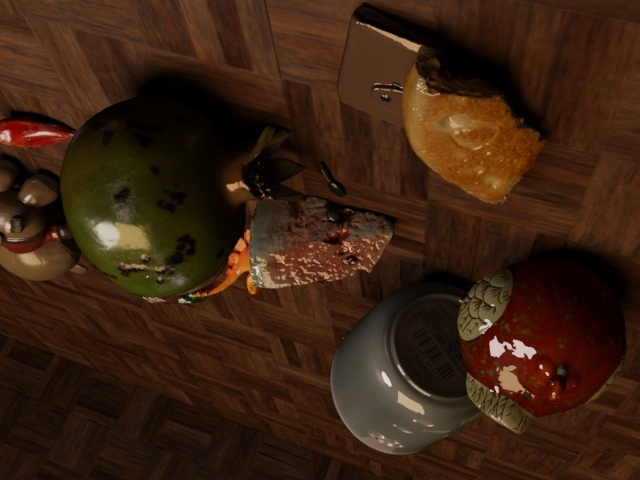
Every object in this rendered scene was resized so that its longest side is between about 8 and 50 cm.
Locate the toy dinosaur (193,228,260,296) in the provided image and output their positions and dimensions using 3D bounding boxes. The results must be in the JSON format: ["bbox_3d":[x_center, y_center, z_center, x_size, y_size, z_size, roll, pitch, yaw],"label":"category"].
[{"bbox_3d":[-0.099,0.029,1.325,0.288,0.070,0.117,-11,106,12],"label":"toy dinosaur"}]

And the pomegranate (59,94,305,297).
[{"bbox_3d":[-0.204,-0.056,1.070,0.324,0.290,0.290,11,152,25],"label":"pomegranate"}]

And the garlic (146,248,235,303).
[{"bbox_3d":[-0.278,0.020,1.427,0.214,0.191,0.160,1,123,60],"label":"garlic"}]

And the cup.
[{"bbox_3d":[0.218,0.214,1.309,0.357,0.259,0.274,-4,158,-14],"label":"cup"}]

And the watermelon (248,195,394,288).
[{"bbox_3d":[0.000,0.000,1.194,0.241,0.154,0.094,1,149,15],"label":"watermelon"}]

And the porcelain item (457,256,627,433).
[{"bbox_3d":[0.310,0.154,1.055,0.253,0.253,0.253,19,154,10],"label":"porcelain item"}]

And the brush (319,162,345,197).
[{"bbox_3d":[0.016,-0.089,1.125,0.024,0.008,0.083,11,152,32],"label":"brush"}]

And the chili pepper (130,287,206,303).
[{"bbox_3d":[-0.368,0.107,1.765,0.257,0.074,0.100,3,145,29],"label":"chili pepper"}]

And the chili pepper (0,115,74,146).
[{"bbox_3d":[-0.520,-0.194,1.331,0.191,0.050,0.059,3,147,14],"label":"chili pepper"}]

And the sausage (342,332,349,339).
[{"bbox_3d":[0.134,0.233,1.596,0.183,0.054,0.062,16,122,20],"label":"sausage"}]

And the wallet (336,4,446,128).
[{"bbox_3d":[0.076,-0.188,0.851,0.118,0.038,0.152,23,153,6],"label":"wallet"}]

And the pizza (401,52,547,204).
[{"bbox_3d":[0.170,-0.121,0.853,0.134,0.056,0.271,-23,143,32],"label":"pizza"}]

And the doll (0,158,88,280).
[{"bbox_3d":[-0.626,-0.020,1.613,0.235,0.174,0.330,15,152,4],"label":"doll"}]
